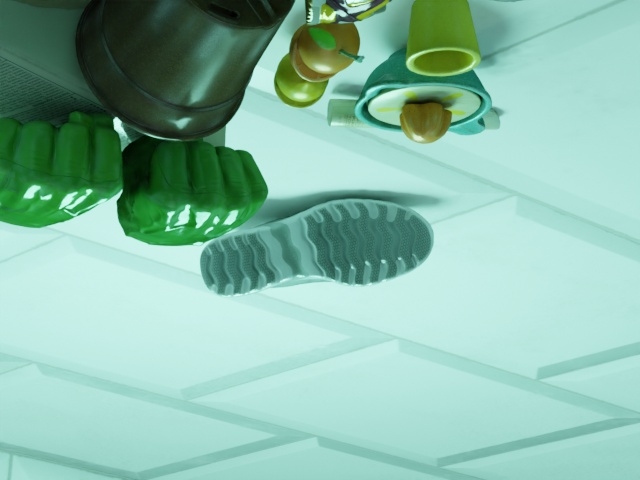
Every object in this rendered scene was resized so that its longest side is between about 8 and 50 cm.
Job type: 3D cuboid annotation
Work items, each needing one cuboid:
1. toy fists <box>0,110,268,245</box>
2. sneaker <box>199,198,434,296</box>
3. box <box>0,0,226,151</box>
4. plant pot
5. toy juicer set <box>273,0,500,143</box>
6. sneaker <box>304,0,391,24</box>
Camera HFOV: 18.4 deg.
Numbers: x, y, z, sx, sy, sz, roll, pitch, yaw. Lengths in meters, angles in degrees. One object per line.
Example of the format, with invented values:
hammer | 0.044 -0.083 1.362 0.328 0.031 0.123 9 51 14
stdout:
toy fists | -0.186 -0.059 1.833 0.279 0.096 0.142 9 168 -24
sneaker | 0.000 0.000 2.360 0.281 0.105 0.115 -6 -172 15
box | -0.239 -0.166 1.856 0.148 0.121 0.311 -14 154 35
plant pot | -0.109 -0.197 1.722 0.167 0.167 0.165 11 151 -23
toy juicer set | 0.064 -0.135 1.935 0.209 0.090 0.329 -5 163 8
sneaker | 0.031 -0.244 1.713 0.083 0.070 0.185 -4 166 -7
